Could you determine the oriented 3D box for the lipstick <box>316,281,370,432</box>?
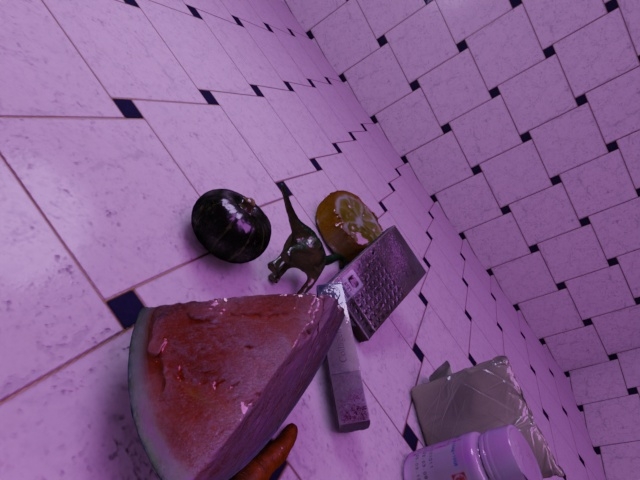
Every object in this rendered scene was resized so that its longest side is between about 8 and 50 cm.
[{"bbox_3d":[0.044,0.243,0.887,0.068,0.066,0.317,89,-7,-51],"label":"lipstick"}]

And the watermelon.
[{"bbox_3d":[-0.128,0.163,0.610,0.222,0.319,0.292,31,-19,14],"label":"watermelon"}]

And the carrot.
[{"bbox_3d":[-0.080,0.338,0.627,0.047,0.047,0.191,59,26,9],"label":"carrot"}]

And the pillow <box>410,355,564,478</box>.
[{"bbox_3d":[0.388,0.461,0.998,0.076,0.274,0.281,44,25,-48],"label":"pillow"}]

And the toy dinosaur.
[{"bbox_3d":[0.000,0.000,0.960,0.087,0.447,0.301,28,50,24],"label":"toy dinosaur"}]

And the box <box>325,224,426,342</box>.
[{"bbox_3d":[0.162,0.109,1.130,0.325,0.047,0.180,-38,96,-37],"label":"box"}]

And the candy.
[{"bbox_3d":[0.099,-0.041,1.276,0.260,0.118,0.260,36,32,-27],"label":"candy"}]

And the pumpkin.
[{"bbox_3d":[-0.176,-0.031,0.809,0.167,0.125,0.167,27,43,-28],"label":"pumpkin"}]

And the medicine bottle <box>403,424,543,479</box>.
[{"bbox_3d":[0.316,0.494,0.856,0.152,0.254,0.152,40,29,-28],"label":"medicine bottle"}]

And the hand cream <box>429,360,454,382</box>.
[{"bbox_3d":[0.374,0.498,1.100,0.093,0.147,0.306,-6,54,-15],"label":"hand cream"}]
